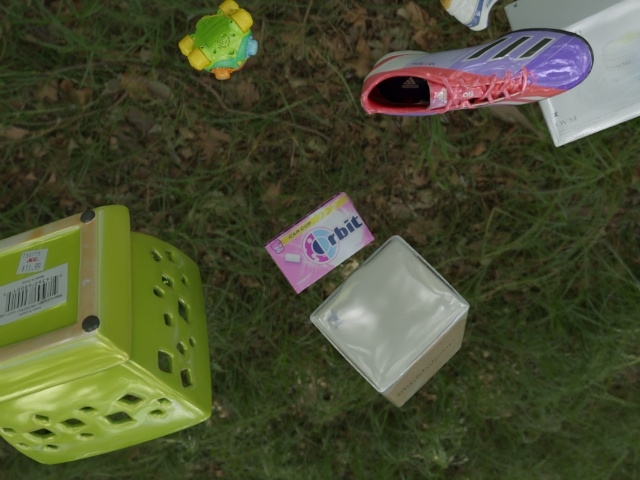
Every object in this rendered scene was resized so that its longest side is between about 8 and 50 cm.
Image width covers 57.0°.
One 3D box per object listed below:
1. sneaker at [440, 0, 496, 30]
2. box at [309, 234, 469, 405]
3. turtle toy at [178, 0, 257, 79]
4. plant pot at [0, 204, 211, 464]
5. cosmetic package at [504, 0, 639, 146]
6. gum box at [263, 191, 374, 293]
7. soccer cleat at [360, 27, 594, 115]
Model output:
[{"bbox_3d":[0.394,-0.590,1.261,0.131,0.112,0.296,37,107,-19],"label":"sneaker"},{"bbox_3d":[0.102,0.124,0.790,0.148,0.121,0.311,-43,159,-3],"label":"box"},{"bbox_3d":[-0.128,-0.255,0.762,0.095,0.130,0.066,-40,132,3],"label":"turtle toy"},{"bbox_3d":[-0.274,0.103,0.682,0.228,0.227,0.207,-17,145,5],"label":"plant pot"},{"bbox_3d":[0.449,-0.308,0.953,0.224,0.138,0.225,-21,132,23],"label":"cosmetic package"},{"bbox_3d":[0.000,0.000,1.112,0.188,0.062,0.107,-35,97,-6],"label":"gum box"},{"bbox_3d":[0.210,-0.223,0.833,0.318,0.116,0.109,2,126,26],"label":"soccer cleat"}]
